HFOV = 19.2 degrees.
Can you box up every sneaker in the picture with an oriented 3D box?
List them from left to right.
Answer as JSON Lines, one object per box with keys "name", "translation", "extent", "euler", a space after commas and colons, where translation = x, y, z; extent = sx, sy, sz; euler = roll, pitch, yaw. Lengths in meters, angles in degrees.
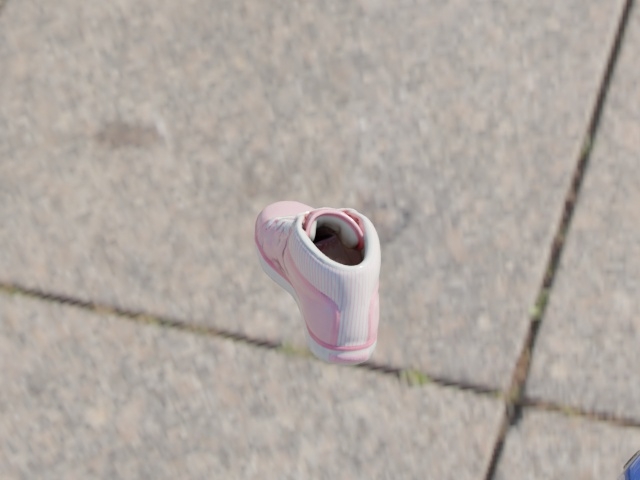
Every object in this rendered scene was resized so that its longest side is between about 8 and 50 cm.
{"name": "sneaker", "translation": [0.000, 0.000, 1.000], "extent": [0.051, 0.070, 0.134], "euler": [-8, 35, -15]}

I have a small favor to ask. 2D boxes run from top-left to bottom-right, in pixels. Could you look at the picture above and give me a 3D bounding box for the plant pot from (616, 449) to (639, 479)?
{"name": "plant pot", "translation": [0.350, 0.201, 1.430], "extent": [0.236, 0.236, 0.212], "euler": [-44, 77, -8]}
